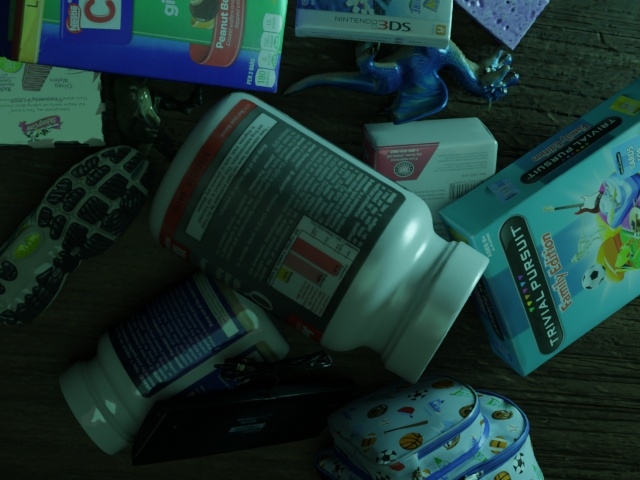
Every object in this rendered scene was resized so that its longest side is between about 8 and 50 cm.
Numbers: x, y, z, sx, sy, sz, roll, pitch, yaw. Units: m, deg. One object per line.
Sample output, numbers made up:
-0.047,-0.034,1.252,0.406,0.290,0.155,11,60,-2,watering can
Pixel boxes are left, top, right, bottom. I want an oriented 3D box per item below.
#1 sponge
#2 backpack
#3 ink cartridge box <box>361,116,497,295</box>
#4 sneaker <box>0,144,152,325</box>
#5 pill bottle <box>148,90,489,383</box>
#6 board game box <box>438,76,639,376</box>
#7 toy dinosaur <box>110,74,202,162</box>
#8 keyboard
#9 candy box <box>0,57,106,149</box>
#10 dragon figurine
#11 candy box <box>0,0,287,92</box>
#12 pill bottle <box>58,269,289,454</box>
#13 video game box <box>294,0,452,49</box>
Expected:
0.199,-0.349,1.699,0.210,0.031,0.117,37,96,-18,sponge
0.147,0.292,1.763,0.263,0.276,0.213,-18,115,-20,backpack
0.133,-0.038,1.722,0.158,0.092,0.218,-4,117,-10,ink cartridge box
-0.322,-0.021,1.649,0.275,0.110,0.107,-43,119,7,sneaker
0.000,0.000,1.580,0.363,0.210,0.210,32,98,6,pill bottle
0.339,-0.019,1.725,0.336,0.079,0.254,-34,128,-11,board game box
-0.205,-0.143,1.667,0.118,0.064,0.268,1,109,-2,toy dinosaur
-0.079,0.200,1.694,0.317,0.033,0.201,-2,139,-43,keyboard
-0.339,-0.228,1.608,0.159,0.071,0.234,-2,105,-12,candy box
0.108,-0.195,1.696,0.289,0.085,0.144,-26,108,-4,dragon figurine
-0.195,-0.319,1.528,0.317,0.122,0.268,3,98,-29,candy box
-0.185,0.148,1.701,0.264,0.153,0.153,-33,109,-1,pill bottle
0.069,-0.339,1.619,0.187,0.048,0.205,4,85,-2,video game box
